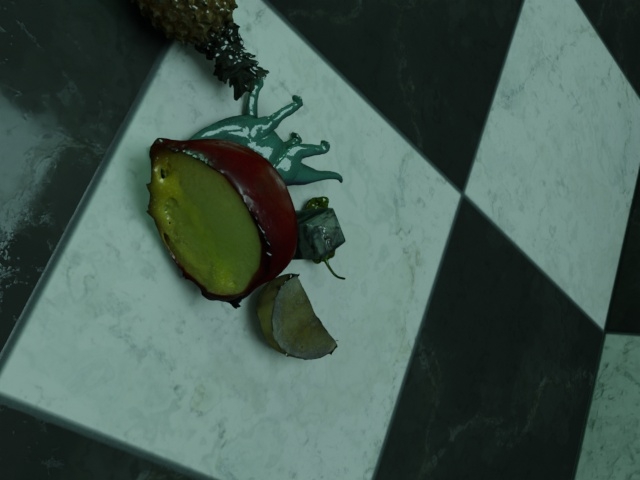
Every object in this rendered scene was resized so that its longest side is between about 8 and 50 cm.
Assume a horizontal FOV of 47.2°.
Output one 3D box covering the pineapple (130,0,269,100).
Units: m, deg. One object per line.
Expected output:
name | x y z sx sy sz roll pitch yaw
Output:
pineapple | -0.233 -0.440 1.433 0.202 0.202 0.362 -54 125 -30

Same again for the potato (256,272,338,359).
potato | -0.073 0.188 1.627 0.138 0.098 0.243 -47 125 -29

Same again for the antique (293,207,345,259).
antique | -0.036 -0.014 1.609 0.086 0.183 0.088 -37 114 -38

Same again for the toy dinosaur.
toy dinosaur | -0.146 -0.155 1.583 0.331 0.129 0.383 -51 119 -22

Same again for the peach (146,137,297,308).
peach | -0.187 -0.070 1.442 0.362 0.257 0.201 57 35 -16

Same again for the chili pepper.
chili pepper | -0.001 0.000 1.719 0.072 0.073 0.204 -2 78 -26
